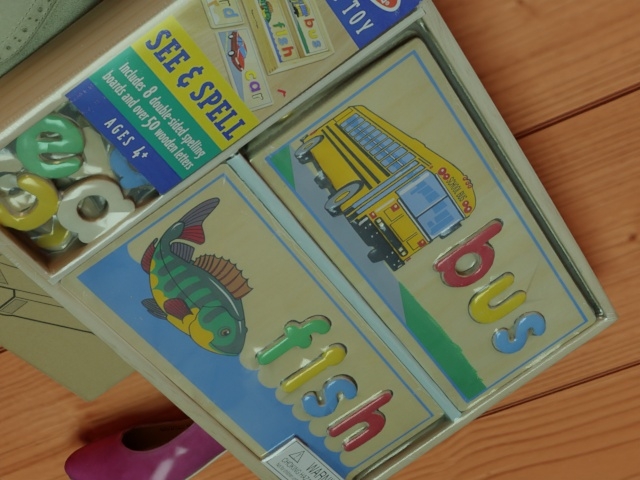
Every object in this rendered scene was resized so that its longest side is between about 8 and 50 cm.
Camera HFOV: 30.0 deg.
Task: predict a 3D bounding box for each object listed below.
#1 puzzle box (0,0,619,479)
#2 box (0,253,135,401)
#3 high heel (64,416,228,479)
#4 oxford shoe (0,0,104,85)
[{"bbox_3d":[0.000,0.000,0.737,0.272,0.052,0.409,-36,130,5],"label":"puzzle box"},{"bbox_3d":[-0.189,0.025,0.857,0.164,0.021,0.201,-34,123,27],"label":"box"},{"bbox_3d":[-0.102,0.130,0.930,0.244,0.082,0.117,-8,105,23],"label":"high heel"},{"bbox_3d":[-0.162,-0.183,0.627,0.146,0.140,0.397,7,135,-46],"label":"oxford shoe"}]
